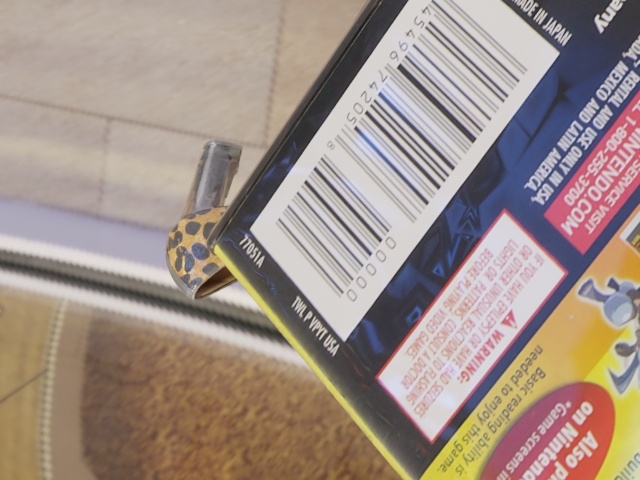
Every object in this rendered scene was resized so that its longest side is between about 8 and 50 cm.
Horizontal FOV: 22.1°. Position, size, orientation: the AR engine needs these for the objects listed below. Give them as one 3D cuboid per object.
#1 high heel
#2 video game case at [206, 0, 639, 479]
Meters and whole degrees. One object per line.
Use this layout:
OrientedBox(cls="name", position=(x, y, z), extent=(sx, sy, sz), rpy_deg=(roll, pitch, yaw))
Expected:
OrientedBox(cls="high heel", position=(0.000, 0.000, 1.438), extent=(0.261, 0.186, 0.093), rpy_deg=(7, 134, 5))
OrientedBox(cls="video game case", position=(0.118, -0.023, 0.375), extent=(0.248, 0.035, 0.275), rpy_deg=(49, 114, 32))
